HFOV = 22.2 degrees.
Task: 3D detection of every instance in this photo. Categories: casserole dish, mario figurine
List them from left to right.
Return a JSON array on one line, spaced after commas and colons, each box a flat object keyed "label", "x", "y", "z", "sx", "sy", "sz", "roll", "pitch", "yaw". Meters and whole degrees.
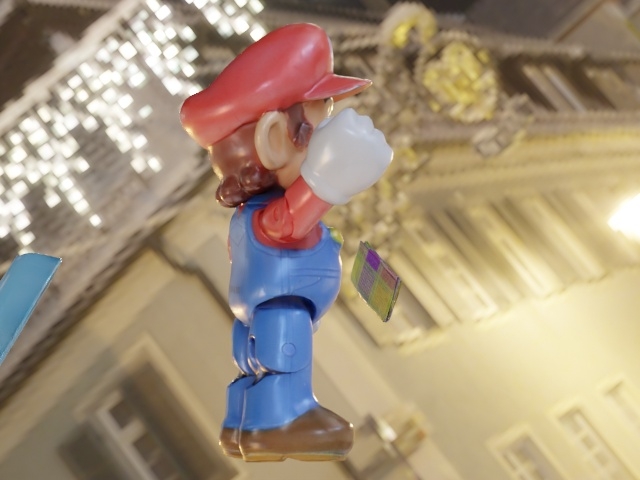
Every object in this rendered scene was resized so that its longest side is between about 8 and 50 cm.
[{"label": "casserole dish", "x": -0.269, "y": 0.083, "z": 1.323, "sx": 0.114, "sy": 0.037, "sz": 0.188, "roll": -52, "pitch": 11, "yaw": 51}, {"label": "mario figurine", "x": 0.000, "y": 0.000, "z": 1.200, "sx": 0.198, "sy": 0.321, "sz": 0.170, "roll": -2, "pitch": -2, "yaw": 39}]

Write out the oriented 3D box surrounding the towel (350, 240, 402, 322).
[{"label": "towel", "x": 0.060, "y": 0.045, "z": 1.777, "sx": 0.009, "sy": 0.083, "sz": 0.060, "roll": -5, "pitch": -55, "yaw": -32}]
